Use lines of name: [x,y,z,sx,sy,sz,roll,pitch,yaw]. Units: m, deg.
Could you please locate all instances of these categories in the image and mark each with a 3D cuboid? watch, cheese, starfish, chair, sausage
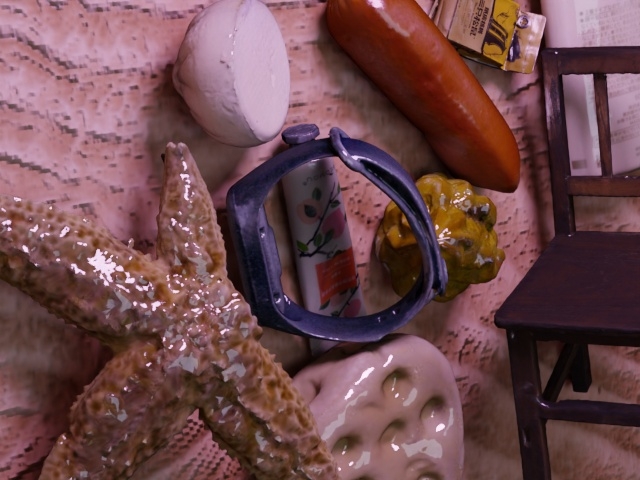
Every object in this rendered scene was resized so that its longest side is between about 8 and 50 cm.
watch: [0.016,-0.002,1.221,0.192,0.068,0.206,-10,115,0]
cheese: [0.040,0.200,1.299,0.218,0.117,0.235,19,88,-35]
starfish: [-0.153,0.139,1.118,0.324,0.082,0.432,-22,103,-17]
chair: [0.304,0.037,1.337,0.240,0.203,0.416,-48,133,-52]
sausage: [0.112,-0.154,1.312,0.300,0.089,0.083,45,65,-32]

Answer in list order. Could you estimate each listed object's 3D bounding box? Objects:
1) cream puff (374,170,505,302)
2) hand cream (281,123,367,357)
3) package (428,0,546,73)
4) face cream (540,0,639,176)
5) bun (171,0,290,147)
cream puff: [0.132,-0.001,1.335,0.146,0.116,0.146,-4,98,-32]
hand cream: [0.000,0.000,1.286,0.080,0.050,0.234,-28,119,-33]
package: [0.171,-0.224,1.367,0.131,0.047,0.071,15,86,-38]
face cream: [0.314,-0.249,1.443,0.173,0.081,0.349,-21,109,-31]
bun: [-0.089,-0.147,1.168,0.138,0.094,0.138,-5,90,-72]
